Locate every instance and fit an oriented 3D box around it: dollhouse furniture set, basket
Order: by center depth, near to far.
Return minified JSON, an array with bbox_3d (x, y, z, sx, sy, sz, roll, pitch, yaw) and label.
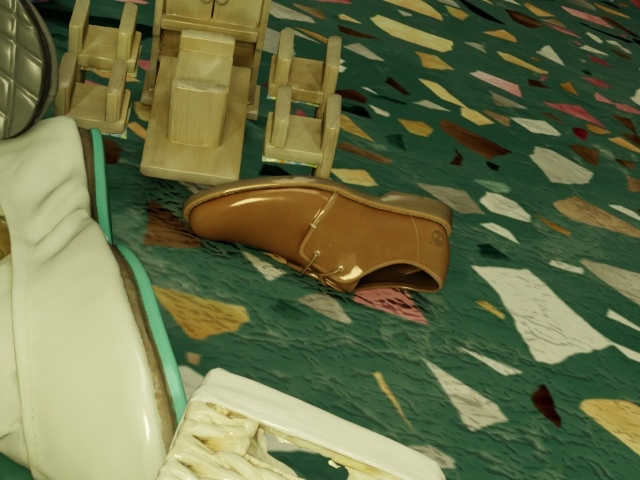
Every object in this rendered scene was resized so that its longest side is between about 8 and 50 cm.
[{"bbox_3d":[-0.033,0.157,0.557,0.113,0.167,0.103,23,28,4],"label":"basket"},{"bbox_3d":[-0.099,-0.116,1.154,0.212,0.161,0.242,8,44,-5],"label":"dollhouse furniture set"}]

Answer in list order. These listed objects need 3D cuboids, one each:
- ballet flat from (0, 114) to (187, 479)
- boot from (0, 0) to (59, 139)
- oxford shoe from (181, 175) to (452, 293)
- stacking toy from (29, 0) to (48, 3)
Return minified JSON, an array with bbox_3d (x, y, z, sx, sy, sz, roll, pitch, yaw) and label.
[{"bbox_3d":[-0.163,0.039,0.781,0.139,0.139,0.400,12,21,-21],"label":"ballet flat"},{"bbox_3d":[-0.270,-0.178,0.980,0.338,0.118,0.223,34,14,18],"label":"boot"},{"bbox_3d":[0.000,0.000,1.057,0.212,0.076,0.076,7,64,-11],"label":"oxford shoe"},{"bbox_3d":[-0.330,-0.255,1.272,0.141,0.141,0.330,27,31,12],"label":"stacking toy"}]
